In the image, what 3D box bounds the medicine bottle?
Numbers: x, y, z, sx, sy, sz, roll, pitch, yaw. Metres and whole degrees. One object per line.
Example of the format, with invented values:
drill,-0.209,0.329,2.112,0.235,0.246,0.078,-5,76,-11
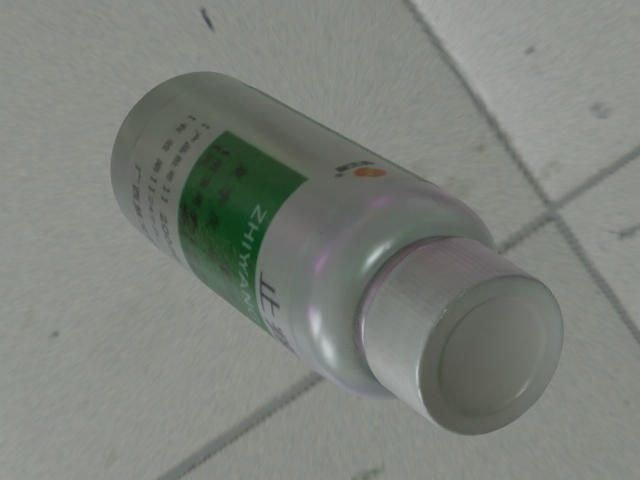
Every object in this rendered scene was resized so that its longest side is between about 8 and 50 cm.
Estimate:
medicine bottle,0.000,0.000,0.738,0.095,0.260,0.095,-12,114,-28
